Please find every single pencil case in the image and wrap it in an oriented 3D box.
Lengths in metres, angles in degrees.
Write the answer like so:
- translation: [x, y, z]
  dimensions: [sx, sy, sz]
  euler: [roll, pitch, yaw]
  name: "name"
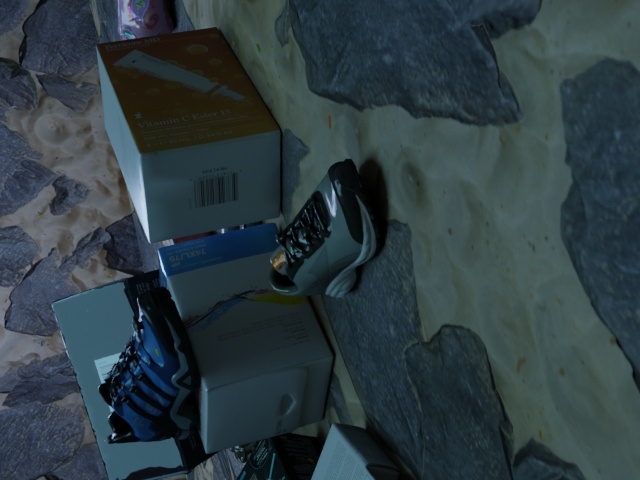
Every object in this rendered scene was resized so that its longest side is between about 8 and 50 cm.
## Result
- translation: [-0.376, -0.551, 2.003]
  dimensions: [0.124, 0.124, 0.284]
  euler: [-139, 39, -64]
  name: "pencil case"

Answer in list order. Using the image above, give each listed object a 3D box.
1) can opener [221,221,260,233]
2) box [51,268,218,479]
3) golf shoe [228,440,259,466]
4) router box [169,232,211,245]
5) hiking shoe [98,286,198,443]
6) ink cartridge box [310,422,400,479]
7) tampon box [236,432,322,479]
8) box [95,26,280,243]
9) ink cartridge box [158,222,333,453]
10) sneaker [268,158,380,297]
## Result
- translation: [-0.137, 0.072, 1.741]
  dimensions: [0.093, 0.074, 0.280]
  euler: [-127, 30, -57]
  name: "can opener"
- translation: [-0.272, 0.223, 1.781]
  dimensions: [0.312, 0.179, 0.343]
  euler: [-16, -92, -62]
  name: "box"
- translation: [-0.149, 0.413, 2.055]
  dimensions: [0.094, 0.077, 0.198]
  euler: [54, 161, 30]
  name: "golf shoe"
- translation: [-0.251, 0.150, 2.109]
  dimensions: [0.301, 0.082, 0.335]
  euler: [-138, 38, -72]
  name: "router box"
- translation: [-0.250, 0.197, 1.405]
  dimensions: [0.113, 0.132, 0.304]
  euler: [-121, 25, -44]
  name: "hiking shoe"
- translation: [0.031, 0.407, 1.253]
  dimensions: [0.239, 0.060, 0.275]
  euler: [38, 110, 64]
  name: "ink cartridge box"
- translation: [-0.046, 0.402, 1.559]
  dimensions: [0.120, 0.101, 0.161]
  euler: [-60, 35, 22]
  name: "tampon box"
- translation: [-0.217, -0.180, 1.578]
  dimensions: [0.345, 0.215, 0.168]
  euler: [-121, 25, -46]
  name: "box"
- translation: [-0.123, 0.150, 1.531]
  dimensions: [0.198, 0.197, 0.270]
  euler: [98, 153, -49]
  name: "ink cartridge box"
- translation: [0.000, 0.001, 1.182]
  dimensions: [0.271, 0.108, 0.100]
  euler: [110, 146, -59]
  name: "sneaker"
